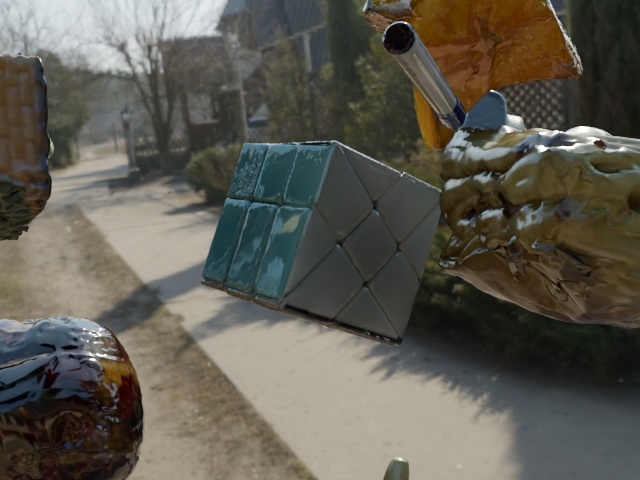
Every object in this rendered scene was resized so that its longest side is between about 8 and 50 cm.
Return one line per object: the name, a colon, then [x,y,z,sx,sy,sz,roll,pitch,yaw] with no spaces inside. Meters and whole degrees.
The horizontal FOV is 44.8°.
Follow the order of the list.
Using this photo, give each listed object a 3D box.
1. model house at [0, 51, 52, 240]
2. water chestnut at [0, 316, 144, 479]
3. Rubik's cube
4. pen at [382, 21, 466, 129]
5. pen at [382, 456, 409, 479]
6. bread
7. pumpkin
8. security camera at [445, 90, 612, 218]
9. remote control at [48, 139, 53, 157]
model house: [-0.325,-0.084,0.629,0.172,0.166,0.183,0,-2,-32]
water chestnut: [-0.352,0.227,0.942,0.289,0.244,0.289,-5,31,3]
Rubik's cube: [0.000,0.000,1.095,0.221,0.231,0.224,21,-6,-35]
pen: [0.109,-0.158,0.779,0.033,0.033,0.269,-2,-7,20]
pen: [0.056,0.332,0.765,0.032,0.233,0.040,18,-11,-24]
bread: [0.251,-0.007,0.684,0.277,0.167,0.324,6,8,-11]
pumpkin: [0.198,-0.263,0.977,0.258,0.290,0.095,-32,50,1]
security camera: [0.343,-0.100,1.207,0.277,0.191,0.197,8,55,9]
remote control: [-0.361,-0.092,0.871,0.122,0.032,0.074,0,33,27]
